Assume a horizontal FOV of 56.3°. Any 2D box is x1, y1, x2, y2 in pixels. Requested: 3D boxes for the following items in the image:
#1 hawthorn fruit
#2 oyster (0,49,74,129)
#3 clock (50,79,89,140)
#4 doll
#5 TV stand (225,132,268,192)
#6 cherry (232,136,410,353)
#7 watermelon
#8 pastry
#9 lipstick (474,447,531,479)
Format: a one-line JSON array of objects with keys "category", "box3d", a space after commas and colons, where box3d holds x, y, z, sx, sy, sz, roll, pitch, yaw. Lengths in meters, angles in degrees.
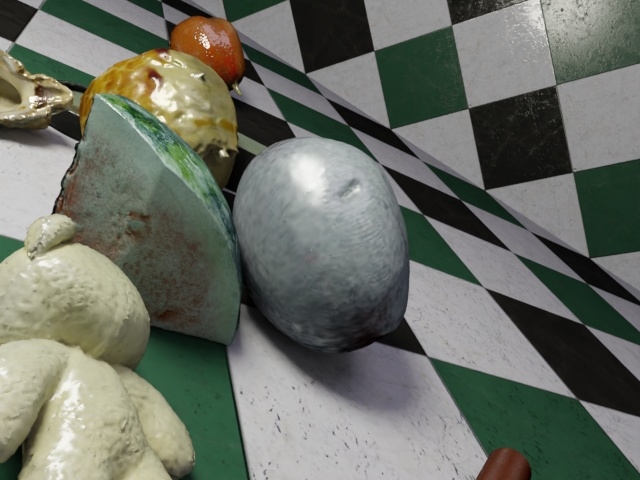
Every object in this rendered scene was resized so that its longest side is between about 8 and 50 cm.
[{"category": "hawthorn fruit", "box3d": [-0.283, -0.476, 1.591, 0.251, 0.199, 0.199, 52, 26, 15]}, {"category": "oyster", "box3d": [-0.466, -0.207, 0.814, 0.107, 0.162, 0.232, 2, 1, 40]}, {"category": "clock", "box3d": [-0.387, -0.216, 1.021, 0.184, 0.040, 0.184, 26, 21, -11]}, {"category": "doll", "box3d": [-0.183, 0.129, 0.430, 0.149, 0.175, 0.278, -20, 51, -14]}, {"category": "TV stand", "box3d": [-0.073, -0.107, 1.133, 0.269, 0.088, 0.083, 24, 21, -14]}, {"category": "cherry", "box3d": [0.000, 0.000, 0.762, 0.218, 0.255, 0.296, -10, 52, -24]}, {"category": "watermelon", "box3d": [-0.200, 0.008, 0.682, 0.290, 0.213, 0.320, 61, -24, -7]}, {"category": "pastry", "box3d": [-0.236, -0.203, 0.938, 0.236, 0.170, 0.256, 8, 60, -36]}, {"category": "lipstick", "box3d": [0.138, 0.287, 0.552, 0.057, 0.057, 0.356, 38, 23, 20]}]
